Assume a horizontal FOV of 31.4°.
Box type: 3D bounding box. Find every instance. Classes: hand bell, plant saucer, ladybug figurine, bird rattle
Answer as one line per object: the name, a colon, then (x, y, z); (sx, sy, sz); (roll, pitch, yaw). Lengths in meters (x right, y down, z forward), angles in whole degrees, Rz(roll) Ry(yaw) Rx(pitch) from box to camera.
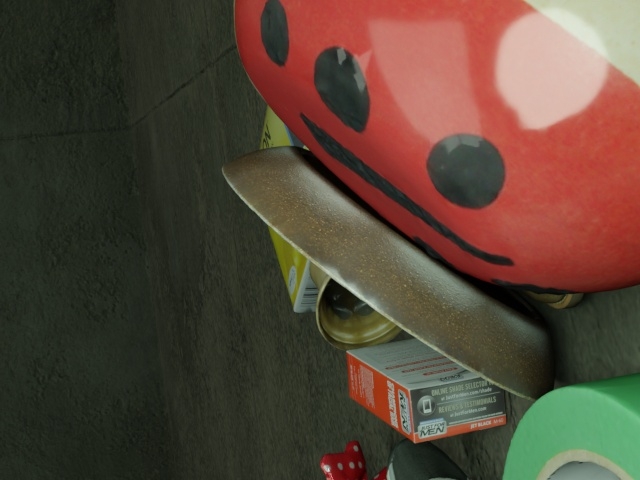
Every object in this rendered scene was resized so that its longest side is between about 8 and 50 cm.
hand bell: (0.000, 0.000, 1.212); (0.242, 0.126, 0.126); (47, 142, 50)
plant saucer: (0.064, 0.013, 0.887); (0.050, 0.311, 0.310); (-56, 28, 7)
ladybug figurine: (0.080, -0.101, 0.720); (0.305, 0.162, 0.449); (53, 172, -37)
bird rattle: (0.036, 0.357, 1.318); (0.207, 0.143, 0.253); (99, 165, -87)

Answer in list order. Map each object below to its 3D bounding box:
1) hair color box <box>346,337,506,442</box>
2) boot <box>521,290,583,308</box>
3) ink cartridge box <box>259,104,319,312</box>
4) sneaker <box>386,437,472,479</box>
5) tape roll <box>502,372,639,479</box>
hair color box: (0.095, 0.137, 1.072); (0.167, 0.093, 0.053); (-162, 65, -72)
boot: (0.109, -0.035, 0.925); (0.305, 0.115, 0.112); (-126, 35, -54)
ink cartridge box: (-0.023, -0.122, 1.388); (0.303, 0.072, 0.307); (104, 151, -51)
sneaker: (0.144, 0.241, 1.003); (0.228, 0.086, 0.132); (57, 146, 34)
tape roll: (0.223, 0.247, 0.742); (0.321, 0.077, 0.321); (172, 90, -73)
